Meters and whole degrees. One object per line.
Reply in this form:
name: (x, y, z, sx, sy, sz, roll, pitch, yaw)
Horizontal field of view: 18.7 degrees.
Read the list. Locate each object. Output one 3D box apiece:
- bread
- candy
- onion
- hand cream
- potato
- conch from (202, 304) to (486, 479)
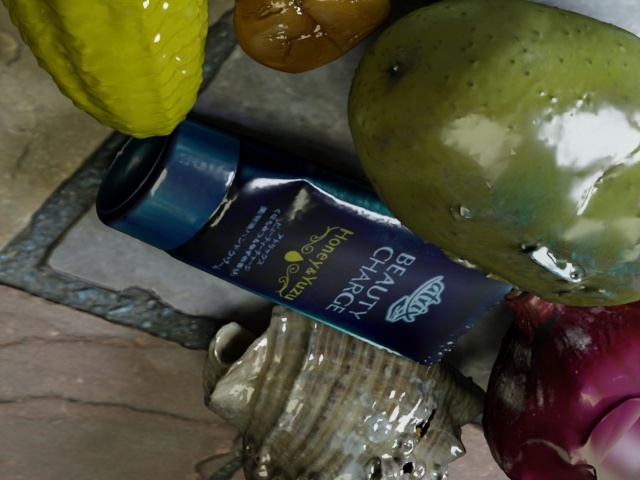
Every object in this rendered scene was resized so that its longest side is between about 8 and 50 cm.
bread: (-0.006, -0.125, 1.025, 0.083, 0.046, 0.081, -12, 145, 5)
candy: (-0.103, -0.115, 0.988, 0.106, 0.094, 0.199, -14, 148, -1)
onion: (0.176, 0.091, 1.257, 0.173, 0.135, 0.198, -37, 121, 10)
hand cream: (0.000, 0.000, 1.173, 0.271, 0.061, 0.120, 22, 126, -32)
potato: (0.123, -0.046, 1.070, 0.248, 0.143, 0.169, 26, 125, -35)
conch: (0.015, 0.129, 1.313, 0.178, 0.163, 0.245, -46, 122, -8)
